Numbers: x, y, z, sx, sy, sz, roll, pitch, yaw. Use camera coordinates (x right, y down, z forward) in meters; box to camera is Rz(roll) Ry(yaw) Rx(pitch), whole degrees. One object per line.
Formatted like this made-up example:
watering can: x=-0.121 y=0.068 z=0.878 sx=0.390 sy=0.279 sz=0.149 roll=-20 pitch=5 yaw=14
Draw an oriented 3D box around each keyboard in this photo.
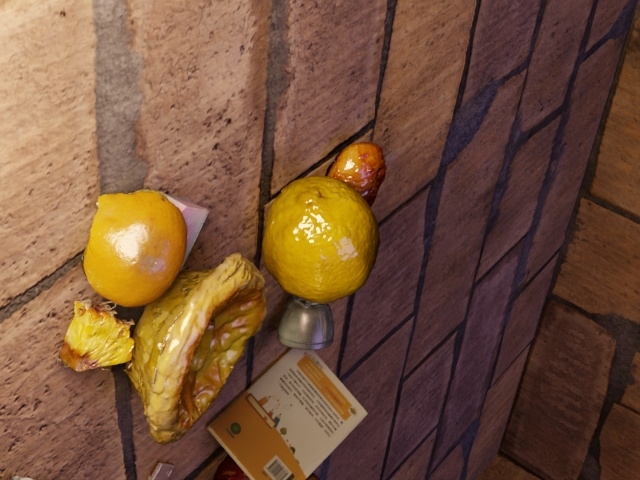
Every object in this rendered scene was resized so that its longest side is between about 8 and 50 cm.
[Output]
keyboard: x=-0.323 y=0.478 z=2.087 sx=0.166 sy=0.017 sz=0.055 roll=-59 pitch=152 yaw=-1

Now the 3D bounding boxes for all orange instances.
orange: x=-0.249 y=0.014 z=1.564 sx=0.160 sy=0.112 sz=0.170 roll=-34 pitch=128 yaw=-11

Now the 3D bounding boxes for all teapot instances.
teapot: x=-0.015 y=0.144 z=2.204 sx=0.149 sy=0.111 sz=0.108 roll=-16 pitch=117 yaw=-50

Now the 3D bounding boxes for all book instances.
book: x=-0.060 y=0.355 z=2.252 sx=0.295 sy=0.208 sz=0.020 roll=-40 pitch=180 yaw=-37

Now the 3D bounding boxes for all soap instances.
soap: x=-0.237 y=0.006 z=1.676 sx=0.100 sy=0.056 sz=0.149 roll=12 pitch=106 yaw=-62

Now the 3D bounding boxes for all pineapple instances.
pineapple: x=-0.331 y=0.139 z=1.645 sx=0.116 sy=0.069 sz=0.137 roll=-46 pitch=144 yaw=-17

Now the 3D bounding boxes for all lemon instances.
lemon: x=0.000 y=0.000 z=1.951 sx=0.204 sy=0.204 sz=0.260 roll=-47 pitch=153 yaw=-26

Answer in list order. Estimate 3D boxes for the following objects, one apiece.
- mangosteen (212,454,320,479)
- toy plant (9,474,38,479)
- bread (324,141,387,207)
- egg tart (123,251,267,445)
mangosteen: x=-0.095 y=0.516 z=2.275 sx=0.215 sy=0.257 sz=0.215 roll=-41 pitch=145 yaw=-38
toy plant: x=-0.452 y=0.543 z=1.666 sx=0.332 sy=0.247 sz=0.247 roll=-56 pitch=156 yaw=-5
bread: x=0.053 y=-0.075 z=2.105 sx=0.139 sy=0.095 sz=0.269 roll=-26 pitch=143 yaw=-41
egg tart: x=-0.206 y=0.156 z=1.781 sx=0.341 sy=0.132 sz=0.341 roll=-57 pitch=165 yaw=-25
